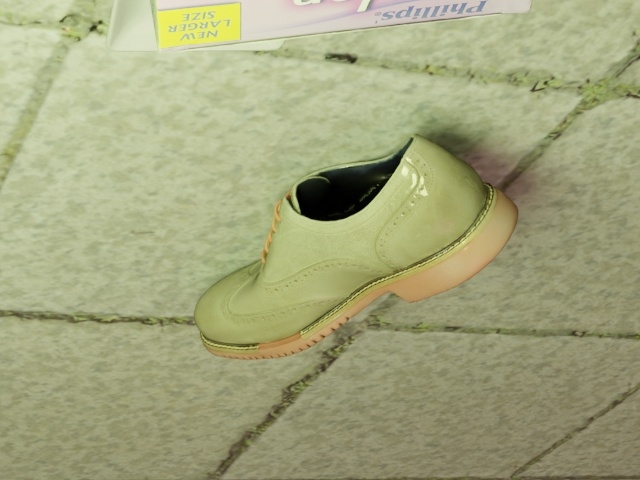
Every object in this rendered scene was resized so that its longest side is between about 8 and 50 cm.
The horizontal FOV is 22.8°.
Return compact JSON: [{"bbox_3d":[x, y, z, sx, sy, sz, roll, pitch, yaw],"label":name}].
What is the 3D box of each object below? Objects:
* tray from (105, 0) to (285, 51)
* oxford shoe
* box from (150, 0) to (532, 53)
[{"bbox_3d":[-0.071,-0.224,1.141,0.145,0.030,0.270,-3,152,-16],"label":"tray"},{"bbox_3d":[0.000,0.000,1.539,0.397,0.140,0.146,-26,119,37],"label":"oxford shoe"},{"bbox_3d":[-0.003,-0.245,0.890,0.213,0.243,0.117,-7,153,-6],"label":"box"}]
